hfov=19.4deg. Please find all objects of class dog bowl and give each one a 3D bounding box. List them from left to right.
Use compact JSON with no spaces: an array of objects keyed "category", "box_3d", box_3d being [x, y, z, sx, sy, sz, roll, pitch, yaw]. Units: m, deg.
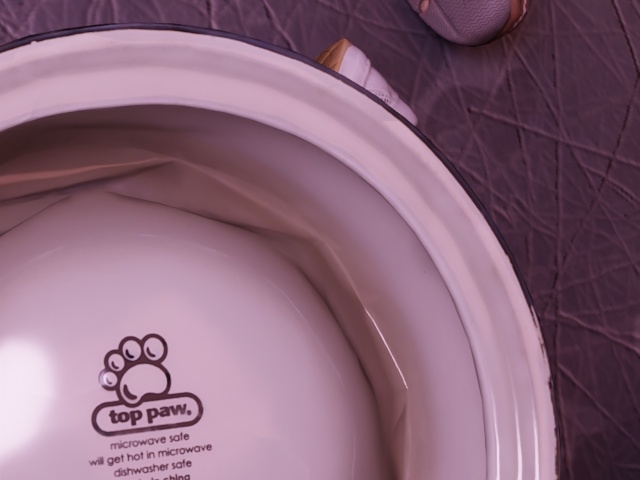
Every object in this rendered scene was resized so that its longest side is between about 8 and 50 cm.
[{"category":"dog bowl","box_3d":[-0.094,0.107,0.930,0.408,0.150,0.408,2,83,-17]}]

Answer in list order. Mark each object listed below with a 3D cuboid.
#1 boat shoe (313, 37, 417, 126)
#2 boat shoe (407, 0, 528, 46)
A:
[{"category":"boat shoe","box_3d":[0.000,0.000,1.131,0.096,0.098,0.277,34,54,-17]},{"category":"boat shoe","box_3d":[0.101,-0.290,1.308,0.116,0.123,0.324,0,73,-36]}]
